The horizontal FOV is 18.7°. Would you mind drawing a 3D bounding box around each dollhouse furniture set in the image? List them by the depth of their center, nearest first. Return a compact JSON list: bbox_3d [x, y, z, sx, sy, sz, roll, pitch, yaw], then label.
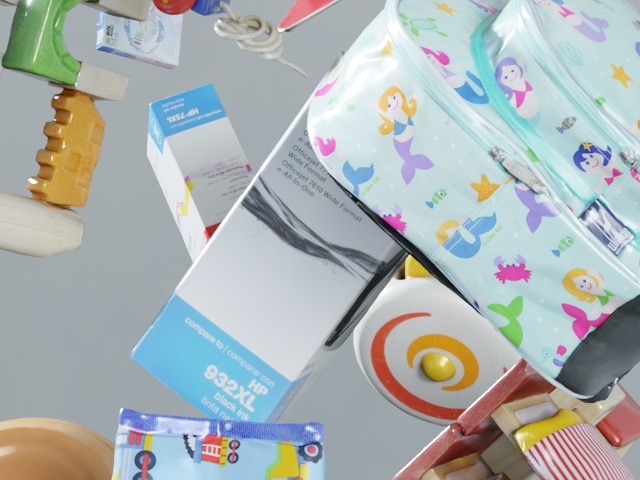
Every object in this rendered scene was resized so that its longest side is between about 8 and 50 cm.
[{"bbox_3d":[0.230,0.192,1.510,0.152,0.201,0.374,-45,-16,22],"label":"dollhouse furniture set"}]

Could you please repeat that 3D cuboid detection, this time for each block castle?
[{"bbox_3d":[-0.327,-0.222,1.833,0.303,0.213,0.453,15,88,52],"label":"block castle"}]

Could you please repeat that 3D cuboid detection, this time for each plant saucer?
[{"bbox_3d":[-0.224,0.214,1.443,0.037,0.200,0.200,83,-167,-55],"label":"plant saucer"}]

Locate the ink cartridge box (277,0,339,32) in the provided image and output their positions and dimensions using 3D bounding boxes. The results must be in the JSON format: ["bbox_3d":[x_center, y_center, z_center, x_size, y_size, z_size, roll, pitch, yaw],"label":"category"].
[{"bbox_3d":[0.083,-0.282,1.050,0.309,0.130,0.272,-31,20,27],"label":"ink cartridge box"}]

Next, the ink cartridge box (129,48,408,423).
[{"bbox_3d":[0.000,0.000,1.648,0.307,0.129,0.223,-54,-7,11],"label":"ink cartridge box"}]

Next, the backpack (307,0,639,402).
[{"bbox_3d":[0.127,-0.056,1.176,0.191,0.253,0.225,-56,-4,28],"label":"backpack"}]

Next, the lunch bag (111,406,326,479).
[{"bbox_3d":[-0.063,0.252,1.313,0.293,0.138,0.221,77,-162,-73],"label":"lunch bag"}]

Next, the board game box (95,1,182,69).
[{"bbox_3d":[-0.187,-0.232,2.022,0.020,0.090,0.090,-17,64,56],"label":"board game box"}]

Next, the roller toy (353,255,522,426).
[{"bbox_3d":[0.137,0.087,1.965,0.209,0.191,0.146,-47,12,42],"label":"roller toy"}]

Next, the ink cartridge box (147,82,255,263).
[{"bbox_3d":[-0.114,-0.038,2.138,0.134,0.078,0.231,104,144,-66],"label":"ink cartridge box"}]

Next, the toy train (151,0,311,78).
[{"bbox_3d":[-0.085,-0.255,1.624,0.143,0.248,0.105,-64,-10,16],"label":"toy train"}]
